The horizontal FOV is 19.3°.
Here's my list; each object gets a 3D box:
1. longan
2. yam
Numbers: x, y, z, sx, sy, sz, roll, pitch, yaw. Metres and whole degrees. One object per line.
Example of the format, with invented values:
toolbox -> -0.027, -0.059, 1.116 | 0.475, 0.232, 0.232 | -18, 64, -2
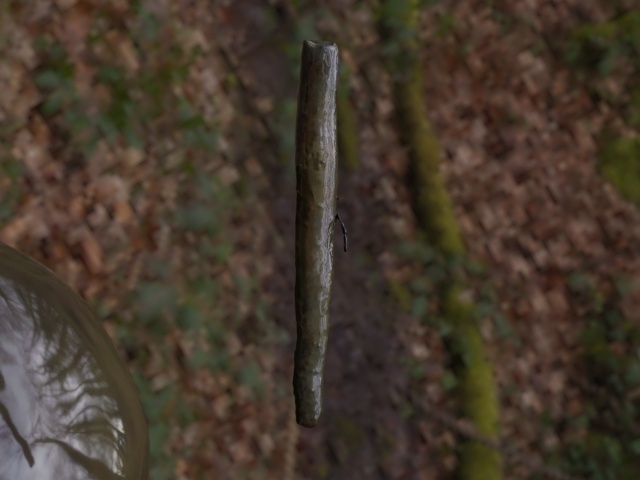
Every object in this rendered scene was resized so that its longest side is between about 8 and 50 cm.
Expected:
longan -> -0.311, 0.149, 1.292 | 0.404, 0.336, 0.404 | 19, 25, -9
yam -> -0.001, 0.000, 1.087 | 0.027, 0.029, 0.234 | -127, -144, -68
